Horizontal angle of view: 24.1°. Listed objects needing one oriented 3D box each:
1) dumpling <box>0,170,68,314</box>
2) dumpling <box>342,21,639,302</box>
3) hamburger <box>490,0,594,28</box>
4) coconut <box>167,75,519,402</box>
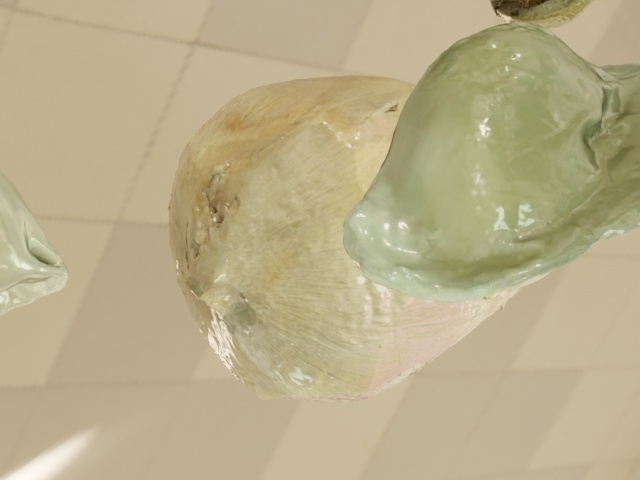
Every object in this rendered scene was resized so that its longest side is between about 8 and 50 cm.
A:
[{"bbox_3d":[-0.312,-0.003,1.188,0.151,0.124,0.229,-28,127,29],"label":"dumpling"},{"bbox_3d":[0.159,-0.071,1.272,0.212,0.270,0.320,29,76,-15],"label":"dumpling"},{"bbox_3d":[0.265,-0.398,1.730,0.265,0.285,0.134,-34,133,26],"label":"hamburger"},{"bbox_3d":[0.000,0.000,1.706,0.404,0.404,0.404,-26,139,-25],"label":"coconut"}]
